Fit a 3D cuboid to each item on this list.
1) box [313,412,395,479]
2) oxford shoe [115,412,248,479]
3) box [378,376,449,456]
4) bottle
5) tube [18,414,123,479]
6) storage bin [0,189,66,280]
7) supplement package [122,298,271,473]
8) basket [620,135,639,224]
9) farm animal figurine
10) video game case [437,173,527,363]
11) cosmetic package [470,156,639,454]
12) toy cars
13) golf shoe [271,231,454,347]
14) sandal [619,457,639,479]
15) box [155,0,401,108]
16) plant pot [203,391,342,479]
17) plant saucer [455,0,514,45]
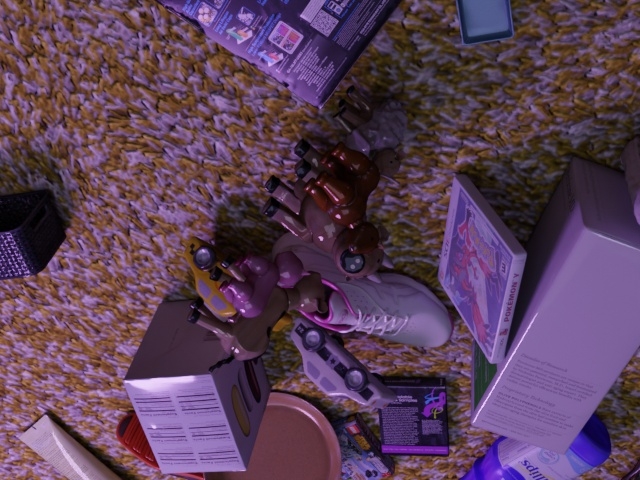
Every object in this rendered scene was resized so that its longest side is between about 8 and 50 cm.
[{"bbox_3d":[0.058,0.370,1.628,0.094,0.027,0.137,-22,117,24],"label":"box"},{"bbox_3d":[-0.239,0.391,1.659,0.271,0.097,0.098,22,150,10],"label":"oxford shoe"},{"bbox_3d":[0.157,0.298,1.563,0.116,0.029,0.162,-1,124,10],"label":"box"},{"bbox_3d":[0.338,0.372,1.539,0.118,0.092,0.283,40,121,-18],"label":"bottle"},{"bbox_3d":[-0.450,0.424,1.744,0.240,0.062,0.070,43,77,-12],"label":"tube"},{"bbox_3d":[-0.500,-0.003,1.424,0.180,0.122,0.084,-6,121,14],"label":"storage bin"},{"bbox_3d":[-0.188,0.230,1.479,0.149,0.194,0.203,-5,123,14],"label":"supplement package"},{"bbox_3d":[0.578,-0.048,1.078,0.331,0.328,0.266,29,121,-9],"label":"basket"},{"bbox_3d":[0.000,0.000,1.215,0.172,0.327,0.330,37,123,-15],"label":"farm animal figurine"},{"bbox_3d":[0.217,0.036,1.280,0.023,0.201,0.183,-6,125,-15],"label":"video game case"},{"bbox_3d":[0.348,0.096,1.294,0.155,0.197,0.365,18,123,-2],"label":"cosmetic package"},{"bbox_3d":[-0.059,0.145,1.403,0.393,0.176,0.087,38,94,-15],"label":"toy cars"},{"bbox_3d":[0.058,0.102,1.385,0.306,0.140,0.115,24,123,-8],"label":"golf shoe"},{"bbox_3d":[0.552,0.427,1.557,0.090,0.060,0.219,19,124,-3],"label":"sandal"},{"bbox_3d":[-0.041,-0.352,1.131,0.293,0.073,0.295,32,127,-10],"label":"box"},{"bbox_3d":[-0.081,0.378,1.579,0.236,0.236,0.032,9,168,4],"label":"plant pot"},{"bbox_3d":[0.194,-0.337,1.141,0.067,0.018,0.192,-6,123,14],"label":"plant saucer"}]
